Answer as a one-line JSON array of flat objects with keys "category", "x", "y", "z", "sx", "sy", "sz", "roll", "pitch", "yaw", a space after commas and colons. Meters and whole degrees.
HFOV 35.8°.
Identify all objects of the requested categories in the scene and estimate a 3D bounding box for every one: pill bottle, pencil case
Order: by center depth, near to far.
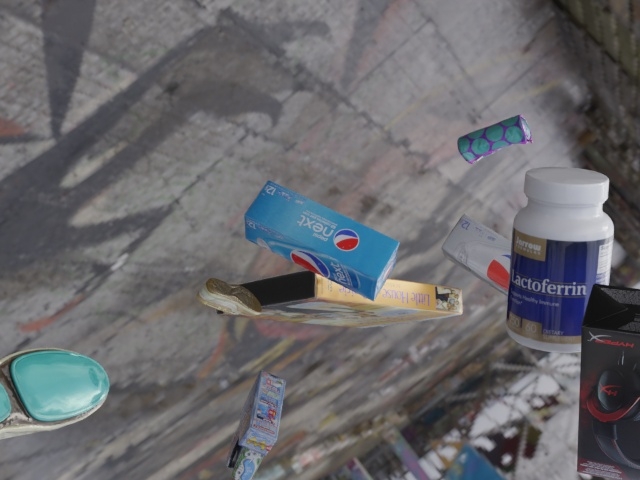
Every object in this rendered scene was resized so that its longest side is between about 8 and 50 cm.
[{"category": "pill bottle", "x": 0.371, "y": 0.027, "z": 1.534, "sx": 0.153, "sy": 0.153, "sz": 0.264, "roll": -20, "pitch": 115, "yaw": -52}, {"category": "pencil case", "x": 0.374, "y": -0.215, "z": 2.128, "sx": 0.152, "sy": 0.070, "sz": 0.064, "roll": -22, "pitch": 158, "yaw": 22}]

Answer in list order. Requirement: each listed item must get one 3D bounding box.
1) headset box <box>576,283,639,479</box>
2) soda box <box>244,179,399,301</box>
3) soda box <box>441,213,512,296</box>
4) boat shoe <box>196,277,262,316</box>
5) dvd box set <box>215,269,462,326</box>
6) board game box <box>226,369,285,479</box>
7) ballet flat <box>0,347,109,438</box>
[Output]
[{"category": "headset box", "x": 0.467, "y": 0.218, "z": 1.347, "sx": 0.110, "sy": 0.218, "sz": 0.293, "roll": -54, "pitch": 144, "yaw": -50}, {"category": "soda box", "x": 0.000, "y": 0.000, "z": 1.385, "sx": 0.071, "sy": 0.210, "sz": 0.067, "roll": -57, "pitch": 165, "yaw": -28}, {"category": "soda box", "x": 0.394, "y": 0.062, "z": 2.047, "sx": 0.091, "sy": 0.286, "sz": 0.098, "roll": -56, "pitch": 164, "yaw": -5}, {"category": "boat shoe", "x": -0.160, "y": 0.104, "z": 1.726, "sx": 0.045, "sy": 0.050, "sz": 0.135, "roll": -37, "pitch": 136, "yaw": 25}, {"category": "dvd box set", "x": 0.041, "y": 0.126, "z": 2.032, "sx": 0.420, "sy": 0.062, "sz": 0.308, "roll": 10, "pitch": 165, "yaw": -43}, {"category": "board game box", "x": -0.130, "y": 0.375, "z": 1.909, "sx": 0.194, "sy": 0.060, "sz": 0.194, "roll": -102, "pitch": -144, "yaw": -78}, {"category": "ballet flat", "x": -0.313, "y": 0.157, "z": 0.953, "sx": 0.086, "sy": 0.086, "sz": 0.248, "roll": -44, "pitch": 160, "yaw": 23}]
